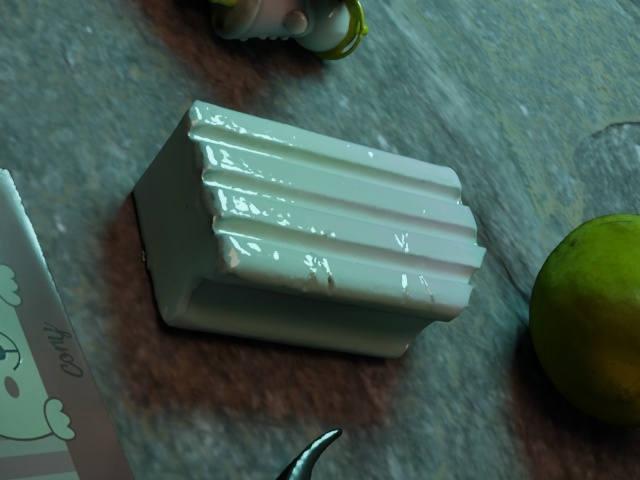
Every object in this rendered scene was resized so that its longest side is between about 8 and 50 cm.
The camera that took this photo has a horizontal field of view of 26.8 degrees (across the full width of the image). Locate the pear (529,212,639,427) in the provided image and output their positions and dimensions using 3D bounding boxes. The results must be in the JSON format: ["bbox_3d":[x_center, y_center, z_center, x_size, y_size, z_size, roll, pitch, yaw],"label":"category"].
[{"bbox_3d":[0.284,0.071,1.227,0.200,0.200,0.200,25,41,-24],"label":"pear"}]

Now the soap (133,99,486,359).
[{"bbox_3d":[0.000,0.000,1.100,0.289,0.095,0.173,11,47,-36],"label":"soap"}]

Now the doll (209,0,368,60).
[{"bbox_3d":[-0.034,-0.221,1.287,0.207,0.081,0.129,8,20,-39],"label":"doll"}]

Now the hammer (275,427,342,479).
[{"bbox_3d":[0.143,0.256,1.037,0.440,0.044,0.168,17,46,-31],"label":"hammer"}]

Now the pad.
[{"bbox_3d":[-0.219,0.070,0.851,0.202,0.005,0.300,5,55,-57],"label":"pad"}]
